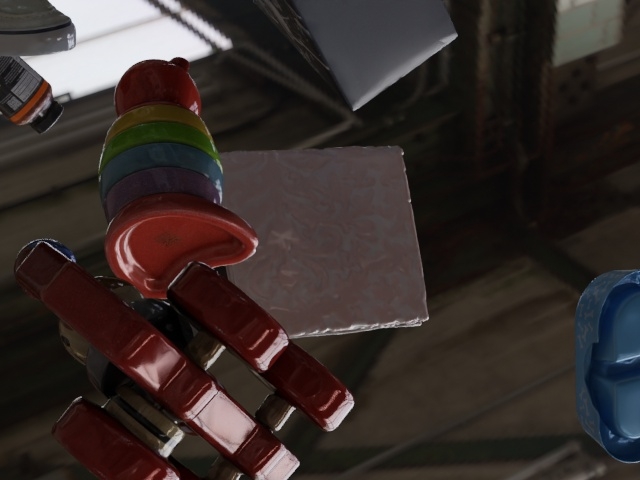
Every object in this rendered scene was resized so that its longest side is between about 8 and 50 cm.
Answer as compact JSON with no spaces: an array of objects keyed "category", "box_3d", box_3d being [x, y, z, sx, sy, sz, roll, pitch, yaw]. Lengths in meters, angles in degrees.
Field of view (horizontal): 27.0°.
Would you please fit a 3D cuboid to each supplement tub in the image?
[{"category":"supplement tub","box_3d":[-0.584,-0.292,2.531,0.198,0.106,0.106,44,-16,-24]}]

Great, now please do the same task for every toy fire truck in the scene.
[{"category":"toy fire truck","box_3d":[-0.138,0.101,1.076,0.254,0.169,0.302,31,-12,37]}]

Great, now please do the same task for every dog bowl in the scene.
[{"category":"dog bowl","box_3d":[0.458,0.180,1.996,0.074,0.166,0.297,21,-62,60]}]

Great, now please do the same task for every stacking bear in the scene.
[{"category":"stacking bear","box_3d":[-0.197,-0.103,1.660,0.164,0.175,0.289,39,32,-46]}]

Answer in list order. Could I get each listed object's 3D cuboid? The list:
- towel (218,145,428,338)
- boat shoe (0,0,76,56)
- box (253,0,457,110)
[{"category":"towel","box_3d":[0.000,0.000,2.168,0.053,0.332,0.317,137,-53,-65]},{"category":"boat shoe","box_3d":[-0.460,-0.349,1.764,0.367,0.136,0.156,23,-59,38]},{"category":"box","box_3d":[-0.020,-0.399,1.714,0.312,0.179,0.343,51,-3,43]}]
